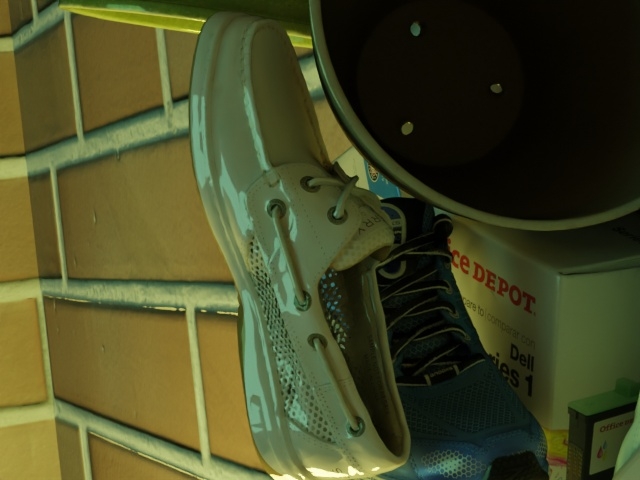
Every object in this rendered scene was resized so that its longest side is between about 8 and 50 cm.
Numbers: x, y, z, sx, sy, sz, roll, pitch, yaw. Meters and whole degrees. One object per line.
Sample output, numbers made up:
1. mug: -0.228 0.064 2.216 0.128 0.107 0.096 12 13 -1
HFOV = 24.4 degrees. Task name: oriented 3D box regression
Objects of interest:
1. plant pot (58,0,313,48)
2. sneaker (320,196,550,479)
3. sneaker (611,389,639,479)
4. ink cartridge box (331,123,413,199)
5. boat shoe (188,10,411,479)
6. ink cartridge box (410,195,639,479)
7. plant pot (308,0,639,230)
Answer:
1. plant pot: -0.077 -0.309 1.296 0.276 0.276 0.254 -160 76 -64
2. sneaker: 0.037 0.056 0.951 0.330 0.129 0.147 -137 42 -54
3. sneaker: 0.241 0.075 0.833 0.366 0.135 0.150 102 180 -46
4. ink cartridge box: 0.054 -0.006 1.260 0.231 0.078 0.134 146 114 -64
5. boat shoe: 0.000 0.000 0.842 0.096 0.098 0.277 -9 96 32
6. ink cartridge box: 0.148 0.112 1.022 0.201 0.117 0.278 -145 52 -60
7. plant pot: 0.103 -0.122 0.951 0.274 0.256 0.257 148 114 -81
